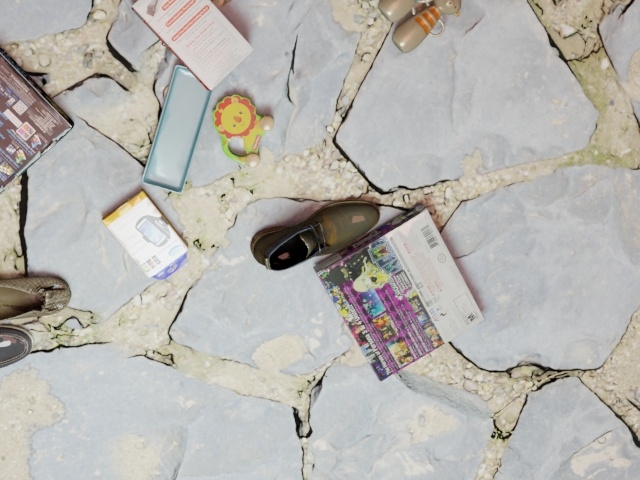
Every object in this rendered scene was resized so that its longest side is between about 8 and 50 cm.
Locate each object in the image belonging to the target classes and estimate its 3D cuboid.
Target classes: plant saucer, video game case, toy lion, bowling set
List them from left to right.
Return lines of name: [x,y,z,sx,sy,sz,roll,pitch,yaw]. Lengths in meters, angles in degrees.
plant saucer: [-0.220,-0.172,1.555,0.067,0.018,0.192,16,102,-14]
toy lion: [-0.126,-0.174,1.565,0.096,0.034,0.100,20,101,-7]
video game case: [0.133,0.088,1.665,0.210,0.042,0.232,-31,110,-1]
bowling set: [0.123,-0.410,1.462,0.154,0.200,0.287,-42,111,2]

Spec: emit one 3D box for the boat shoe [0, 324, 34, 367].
boat shoe: [-0.553,0.181,1.567,0.206,0.065,0.075,-6,105,-8]

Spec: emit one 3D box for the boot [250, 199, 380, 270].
boot: [0.000,0.000,1.589,0.219,0.106,0.082,-20,107,-3]

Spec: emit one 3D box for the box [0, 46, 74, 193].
box: [-0.504,-0.192,1.485,0.175,0.051,0.220,-42,107,3]

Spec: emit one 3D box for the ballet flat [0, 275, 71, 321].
ballet flat: [-0.513,0.099,1.556,0.249,0.058,0.084,-5,105,-8]

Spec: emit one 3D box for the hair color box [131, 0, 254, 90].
hair color box: [-0.190,-0.315,1.496,0.093,0.053,0.167,-44,105,-4]

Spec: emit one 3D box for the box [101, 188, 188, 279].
box: [-0.271,-0.005,1.586,0.081,0.028,0.136,-36,110,1]
